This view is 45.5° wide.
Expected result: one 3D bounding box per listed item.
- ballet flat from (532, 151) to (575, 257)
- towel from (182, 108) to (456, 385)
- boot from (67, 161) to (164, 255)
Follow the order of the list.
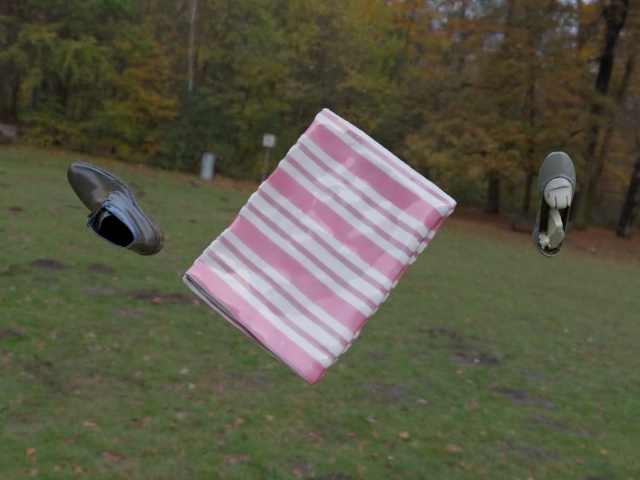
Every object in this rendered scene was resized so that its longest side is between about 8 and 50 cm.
[{"bbox_3d":[0.445,-0.062,1.437,0.072,0.213,0.068,-3,34,-1],"label":"ballet flat"},{"bbox_3d":[0.000,0.000,0.627,0.144,0.197,0.029,37,-9,11],"label":"towel"},{"bbox_3d":[-0.364,-0.060,1.303,0.219,0.082,0.106,42,5,5],"label":"boot"}]
